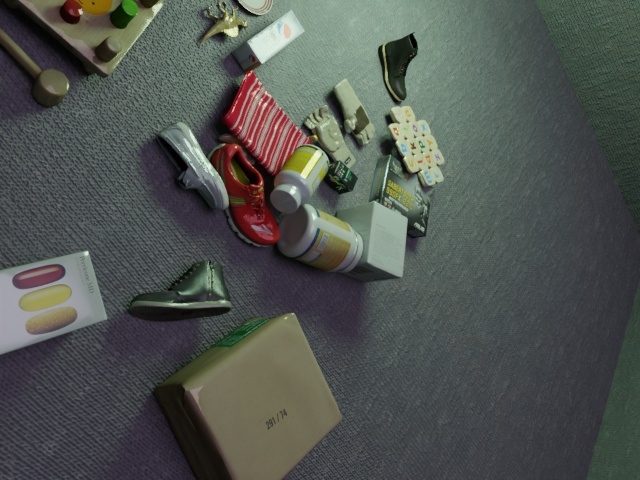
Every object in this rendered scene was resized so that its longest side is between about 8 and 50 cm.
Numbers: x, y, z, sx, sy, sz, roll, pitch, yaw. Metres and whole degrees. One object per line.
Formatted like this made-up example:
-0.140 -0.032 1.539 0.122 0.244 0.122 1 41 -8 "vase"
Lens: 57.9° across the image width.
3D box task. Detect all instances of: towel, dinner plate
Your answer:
-0.132 -0.282 1.497 0.275 0.031 0.199 47 46 -33 "towel"
-0.189 -0.679 1.571 0.141 0.017 0.141 10 75 -42 "dinner plate"

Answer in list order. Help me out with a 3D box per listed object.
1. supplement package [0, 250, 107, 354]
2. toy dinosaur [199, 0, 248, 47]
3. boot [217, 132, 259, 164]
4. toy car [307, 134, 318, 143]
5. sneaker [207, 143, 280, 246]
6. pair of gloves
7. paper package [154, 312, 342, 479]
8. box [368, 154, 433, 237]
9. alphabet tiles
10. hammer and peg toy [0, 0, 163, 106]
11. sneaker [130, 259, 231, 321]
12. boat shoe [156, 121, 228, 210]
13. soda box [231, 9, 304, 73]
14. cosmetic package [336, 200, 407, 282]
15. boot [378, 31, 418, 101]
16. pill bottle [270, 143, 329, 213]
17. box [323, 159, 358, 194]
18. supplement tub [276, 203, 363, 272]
-0.527 0.115 1.009 0.244 0.134 0.139 -18 94 -44 "supplement package"
-0.246 -0.556 1.467 0.183 0.053 0.092 -39 110 -41 "toy dinosaur"
-0.198 -0.225 1.450 0.118 0.042 0.087 -16 93 -45 "boot"
-0.017 -0.235 1.622 0.060 0.040 0.122 -26 99 -43 "toy car"
-0.174 -0.105 1.394 0.107 0.118 0.279 -44 111 -38 "sneaker"
0.065 -0.341 1.721 0.204 0.042 0.240 52 53 -26 "pair of gloves"
-0.153 0.365 1.285 0.325 0.168 0.309 -32 104 -41 "paper package"
0.261 -0.137 1.850 0.231 0.056 0.183 31 62 -35 "box"
0.321 -0.315 1.928 0.278 0.021 0.284 -23 88 -53 "alphabet tiles"
-0.501 -0.465 1.158 0.266 0.127 0.361 42 56 -29 "hammer and peg toy"
-0.310 0.107 1.267 0.222 0.083 0.118 3 60 -36 "sneaker"
-0.297 -0.158 1.328 0.081 0.079 0.227 -37 102 -32 "boat shoe"
-0.137 -0.533 1.549 0.069 0.074 0.216 55 50 -20 "soda box"
0.137 0.008 1.639 0.151 0.151 0.183 24 67 -39 "cosmetic package"
0.274 -0.567 1.896 0.077 0.137 0.198 -28 101 -42 "boot"
-0.055 -0.153 1.455 0.103 0.103 0.184 51 45 -23 "pill bottle"
0.054 -0.180 1.662 0.083 0.062 0.052 40 58 -30 "box"
0.000 0.000 1.517 0.200 0.144 0.144 24 66 -37 "supplement tub"
